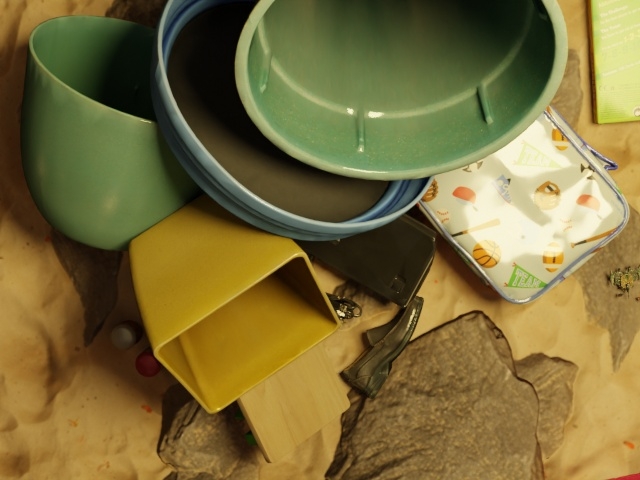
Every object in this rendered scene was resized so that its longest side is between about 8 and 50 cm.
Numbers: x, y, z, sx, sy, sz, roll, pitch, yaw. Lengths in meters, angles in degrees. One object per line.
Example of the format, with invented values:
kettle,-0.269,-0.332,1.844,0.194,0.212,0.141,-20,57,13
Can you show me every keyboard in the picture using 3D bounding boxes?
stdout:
keyboard,0.000,0.000,1.362,0.317,0.033,0.201,31,111,12

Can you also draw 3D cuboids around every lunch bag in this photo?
lunch bag,0.270,-0.074,1.315,0.243,0.115,0.303,-41,91,6

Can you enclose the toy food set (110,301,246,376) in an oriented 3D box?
toy food set,-0.198,0.143,1.382,0.232,0.104,0.111,-12,96,6

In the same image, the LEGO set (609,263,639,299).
LEGO set,0.449,0.062,1.363,0.054,0.023,0.083,-41,105,10

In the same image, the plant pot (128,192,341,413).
plant pot,-0.129,0.062,1.228,0.212,0.212,0.187,-34,56,-6

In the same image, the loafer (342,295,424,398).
loafer,0.093,0.148,1.382,0.061,0.062,0.170,31,97,5

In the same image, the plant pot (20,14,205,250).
plant pot,-0.267,-0.129,1.273,0.293,0.293,0.235,24,119,2

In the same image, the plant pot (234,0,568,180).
plant pot,0.078,-0.305,1.068,0.341,0.341,0.334,-6,54,6

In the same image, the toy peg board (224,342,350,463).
toy peg board,-0.065,0.213,1.380,0.161,0.079,0.161,-30,100,-35

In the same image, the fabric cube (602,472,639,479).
fabric cube,0.462,0.485,1.291,0.259,0.258,0.254,-14,95,6

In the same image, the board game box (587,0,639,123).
board game box,0.437,-0.297,1.311,0.124,0.039,0.259,-5,99,5

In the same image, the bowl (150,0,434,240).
bowl,-0.028,-0.177,1.175,0.391,0.391,0.077,47,141,-2
